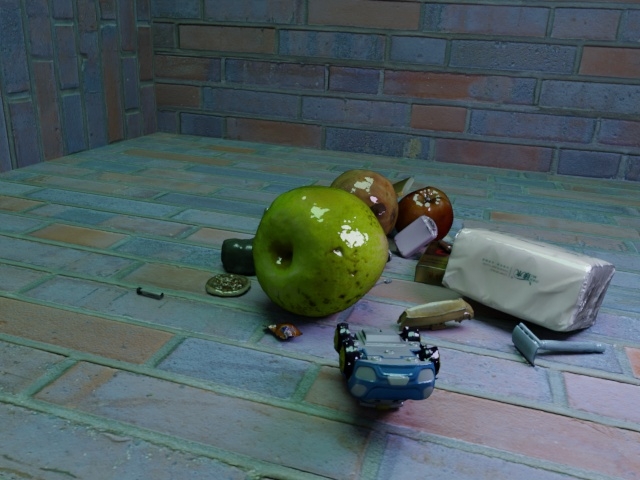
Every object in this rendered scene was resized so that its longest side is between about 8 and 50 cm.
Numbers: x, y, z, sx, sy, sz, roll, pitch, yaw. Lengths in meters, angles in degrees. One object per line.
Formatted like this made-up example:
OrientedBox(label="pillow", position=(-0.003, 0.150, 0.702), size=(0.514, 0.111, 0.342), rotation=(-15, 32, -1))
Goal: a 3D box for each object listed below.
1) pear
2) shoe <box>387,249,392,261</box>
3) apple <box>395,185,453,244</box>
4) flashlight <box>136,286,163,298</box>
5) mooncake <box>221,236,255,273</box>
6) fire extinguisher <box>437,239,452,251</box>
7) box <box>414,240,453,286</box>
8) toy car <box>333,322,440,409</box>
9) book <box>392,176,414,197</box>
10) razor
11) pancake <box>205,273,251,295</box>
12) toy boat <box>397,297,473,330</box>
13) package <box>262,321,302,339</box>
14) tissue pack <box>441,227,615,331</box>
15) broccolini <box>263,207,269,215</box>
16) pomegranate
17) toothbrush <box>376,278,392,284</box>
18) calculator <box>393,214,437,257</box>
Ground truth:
OrientedBox(label="pear", position=(0.013, 0.025, 1.552), size=(0.392, 0.390, 0.391), rotation=(3, 20, -1))
OrientedBox(label="shoe", position=(0.154, 0.061, 1.890), size=(0.169, 0.071, 0.099), rotation=(4, 23, 13))
OrientedBox(label="apple", position=(0.393, -0.094, 2.111), size=(0.234, 0.233, 0.234), rotation=(3, 20, -1))
OrientedBox(label="flashlight", position=(-0.493, 0.152, 1.618), size=(0.083, 0.018, 0.018), rotation=(11, 22, 19))
OrientedBox(label="mooncake", position=(-0.240, 0.042, 1.840), size=(0.169, 0.104, 0.175), rotation=(8, 17, 30))
OrientedBox(label="fire extinguisher", position=(0.424, 0.019, 1.899), size=(0.028, 0.022, 0.083), rotation=(34, 8, -25))
OrientedBox(label="box", position=(0.418, 0.080, 1.874), size=(0.160, 0.071, 0.240), rotation=(9, 22, 21))
OrientedBox(label="toy car", position=(0.129, 0.272, 1.164), size=(0.199, 0.165, 0.314), rotation=(1, 3, -4))
OrientedBox(label="book", position=(0.180, -0.149, 2.255), size=(0.389, 0.032, 0.269), rotation=(-22, 11, 24))
OrientedBox(label="razor", position=(0.616, 0.265, 1.423), size=(0.232, 0.068, 0.106), rotation=(4, 20, -12))
OrientedBox(label="pancake", position=(-0.280, 0.134, 1.691), size=(0.140, 0.022, 0.139), rotation=(2, 21, -1))
OrientedBox(label="toy boat", position=(0.309, 0.206, 1.511), size=(0.206, 0.072, 0.064), rotation=(-9, 37, -2))
OrientedBox(label="package", position=(-0.096, 0.229, 1.446), size=(0.077, 0.032, 0.111), rotation=(-20, 24, -27))
OrientedBox(label="tissue pack", position=(0.588, 0.101, 1.591), size=(0.381, 0.207, 0.297), rotation=(21, 12, 39))
OrientedBox(label="broccolini", position=(-0.085, -0.163, 2.442), size=(0.079, 0.073, 0.392), rotation=(12, 20, 41))
OrientedBox(label="pomegranate", position=(0.144, -0.118, 1.979), size=(0.282, 0.280, 0.281), rotation=(3, 20, -1))
OrientedBox(label="toothbrush", position=(0.161, 0.141, 1.750), size=(0.167, 0.011, 0.014), rotation=(-12, 31, -36))
OrientedBox(label="calculator", position=(0.334, -0.012, 1.987), size=(0.032, 0.175, 0.100), rotation=(19, 39, -50))
